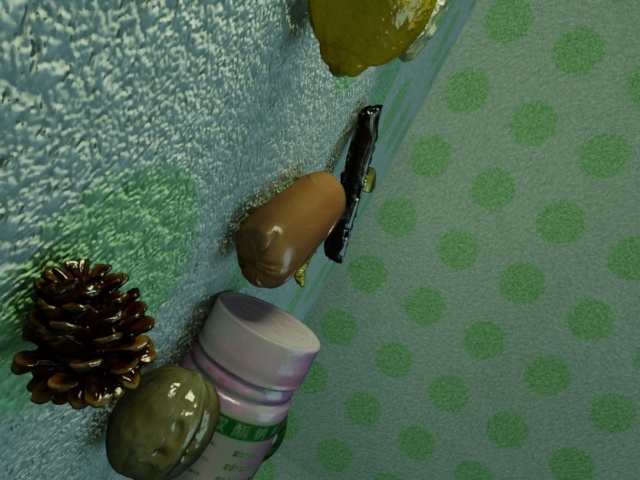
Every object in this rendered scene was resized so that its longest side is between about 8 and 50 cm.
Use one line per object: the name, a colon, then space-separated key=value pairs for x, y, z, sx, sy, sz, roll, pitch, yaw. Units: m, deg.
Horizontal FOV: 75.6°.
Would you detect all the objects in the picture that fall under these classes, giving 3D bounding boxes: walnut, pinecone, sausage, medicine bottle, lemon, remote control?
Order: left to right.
pinecone: x=-0.185 y=0.069 z=0.323 sx=0.102 sy=0.102 sz=0.110 roll=-42 pitch=126 yaw=-67
walnut: x=-0.217 y=0.254 z=0.573 sx=0.162 sy=0.140 sz=0.140 roll=-61 pitch=172 yaw=-11
medicine bottle: x=-0.162 y=0.282 z=0.737 sx=0.326 sy=0.211 sz=0.212 roll=-61 pitch=172 yaw=3
sausage: x=-0.045 y=-0.029 z=0.726 sx=0.304 sy=0.121 sz=0.121 roll=-50 pitch=167 yaw=-57
remote control: x=0.077 y=-0.141 z=1.045 sx=0.144 sy=0.062 sz=0.400 roll=-97 pitch=-158 yaw=-78
lemon: x=0.055 y=-0.269 z=0.447 sx=0.187 sy=0.142 sz=0.142 roll=-66 pitch=171 yaw=21

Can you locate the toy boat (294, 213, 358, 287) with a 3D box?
toy boat: x=-0.005 y=-0.004 z=1.173 sx=0.318 sy=0.099 sz=0.141 roll=-52 pitch=165 yaw=-36

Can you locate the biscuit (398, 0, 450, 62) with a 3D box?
biscuit: x=0.252 y=-0.535 z=0.959 sx=0.281 sy=0.084 sz=0.179 roll=-61 pitch=172 yaw=-5

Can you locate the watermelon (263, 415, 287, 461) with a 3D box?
watermelon: x=-0.220 y=0.557 z=1.260 sx=0.243 sy=0.242 sz=0.242 roll=-59 pitch=172 yaw=-14

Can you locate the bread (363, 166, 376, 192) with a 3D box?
bread: x=0.165 y=-0.225 z=1.508 sx=0.157 sy=0.082 sz=0.095 roll=-54 pitch=167 yaw=-52

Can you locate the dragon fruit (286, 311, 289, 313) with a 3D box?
dragon fruit: x=-0.152 y=0.301 z=1.252 sx=0.192 sy=0.122 sz=0.092 roll=-58 pitch=157 yaw=-1
